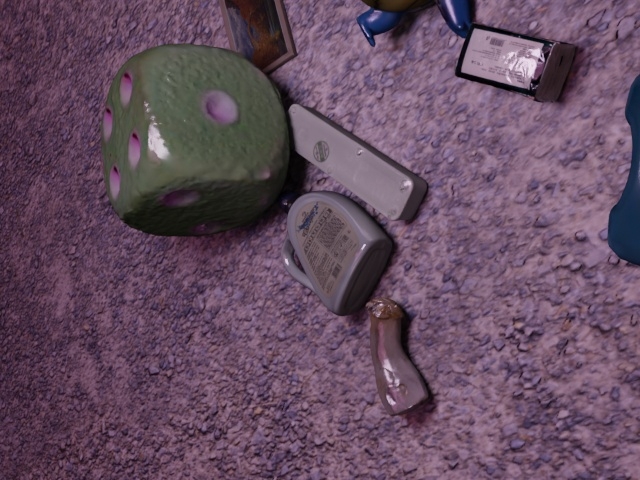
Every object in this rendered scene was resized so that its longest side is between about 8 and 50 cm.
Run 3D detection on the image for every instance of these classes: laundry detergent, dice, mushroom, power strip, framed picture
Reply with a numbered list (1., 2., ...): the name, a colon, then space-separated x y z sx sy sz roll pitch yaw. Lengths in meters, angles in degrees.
1. laundry detergent: 0.000 0.000 1.627 0.280 0.105 0.214 40 117 34
2. dice: -0.273 -0.201 1.698 0.330 0.318 0.322 -40 56 51
3. mushroom: 0.136 0.217 1.523 0.092 0.081 0.223 -35 64 56
4. power strip: 0.050 -0.167 1.612 0.385 0.062 0.091 39 115 35
5. framed picture: -0.147 -0.491 1.822 0.184 0.016 0.249 -23 74 39

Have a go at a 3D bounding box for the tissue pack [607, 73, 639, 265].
1. tissue pack: 0.527 -0.092 1.089 0.206 0.198 0.287 10 94 43

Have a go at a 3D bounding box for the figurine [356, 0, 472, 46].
1. figurine: 0.149 -0.493 1.443 0.416 0.243 0.298 5 136 45

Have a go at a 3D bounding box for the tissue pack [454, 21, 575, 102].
1. tissue pack: 0.325 -0.300 1.347 0.170 0.090 0.103 29 108 40
